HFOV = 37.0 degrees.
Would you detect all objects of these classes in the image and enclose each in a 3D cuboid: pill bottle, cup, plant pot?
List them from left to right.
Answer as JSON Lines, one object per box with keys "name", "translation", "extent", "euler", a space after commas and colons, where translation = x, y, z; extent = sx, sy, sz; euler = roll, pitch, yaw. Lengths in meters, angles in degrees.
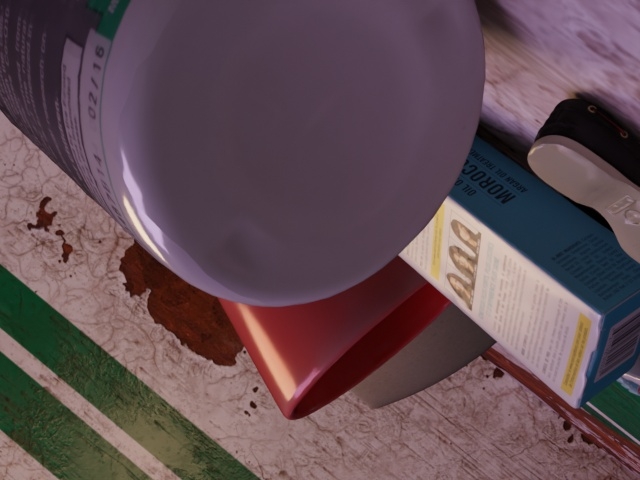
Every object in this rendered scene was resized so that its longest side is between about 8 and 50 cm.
{"name": "pill bottle", "translation": [-0.091, -0.121, 0.571], "extent": [0.204, 0.204, 0.361], "euler": [41, 175, -40]}
{"name": "plant pot", "translation": [0.000, 0.000, 0.953], "extent": [0.243, 0.275, 0.275], "euler": [49, 179, 14]}
{"name": "cup", "translation": [0.084, 0.094, 1.359], "extent": [0.331, 0.237, 0.331], "euler": [39, 176, 3]}

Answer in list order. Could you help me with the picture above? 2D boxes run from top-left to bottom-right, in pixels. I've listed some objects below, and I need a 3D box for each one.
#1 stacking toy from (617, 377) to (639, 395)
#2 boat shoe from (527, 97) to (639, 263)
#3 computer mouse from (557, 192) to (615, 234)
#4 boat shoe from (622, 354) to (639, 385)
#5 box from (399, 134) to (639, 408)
{"name": "stacking toy", "translation": [0.343, 0.149, 0.949], "extent": [0.221, 0.052, 0.167], "euler": [41, 175, -11]}
{"name": "boat shoe", "translation": [0.170, -0.024, 0.510], "extent": [0.133, 0.042, 0.049], "euler": [38, 152, -11]}
{"name": "computer mouse", "translation": [0.150, -0.029, 0.703], "extent": [0.242, 0.041, 0.071], "euler": [45, 156, 31]}
{"name": "boat shoe", "translation": [0.275, 0.087, 0.632], "extent": [0.076, 0.080, 0.228], "euler": [42, 168, -24]}
{"name": "box", "translation": [0.115, -0.003, 0.669], "extent": [0.244, 0.060, 0.100], "euler": [43, 151, 35]}
